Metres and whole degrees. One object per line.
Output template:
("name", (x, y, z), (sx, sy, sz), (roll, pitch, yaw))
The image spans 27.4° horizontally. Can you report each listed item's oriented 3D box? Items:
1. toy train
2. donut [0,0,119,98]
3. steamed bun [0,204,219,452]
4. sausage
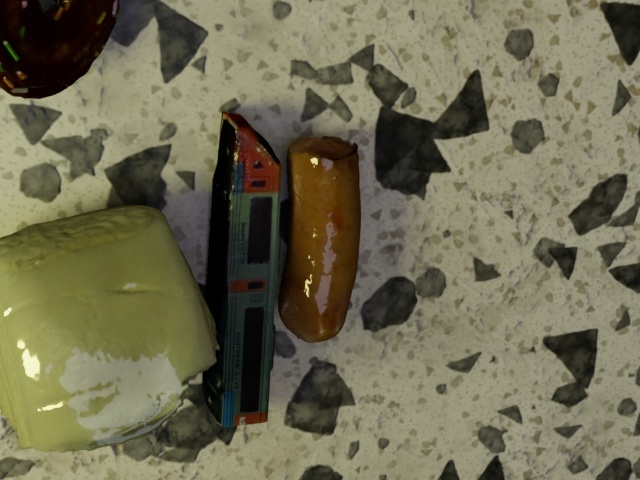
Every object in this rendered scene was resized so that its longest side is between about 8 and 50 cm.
("toy train", (-0.096, 0.038, 1.693), (0.089, 0.086, 0.409), (-1, 109, -18))
("donut", (-0.324, -0.277, 1.459), (0.235, 0.089, 0.235), (-32, 131, -48))
("steamed bun", (-0.256, 0.111, 1.553), (0.290, 0.272, 0.273), (-25, 120, -21))
("sausage", (-0.001, 0.000, 1.700), (0.109, 0.109, 0.270), (-1, 107, -17))
